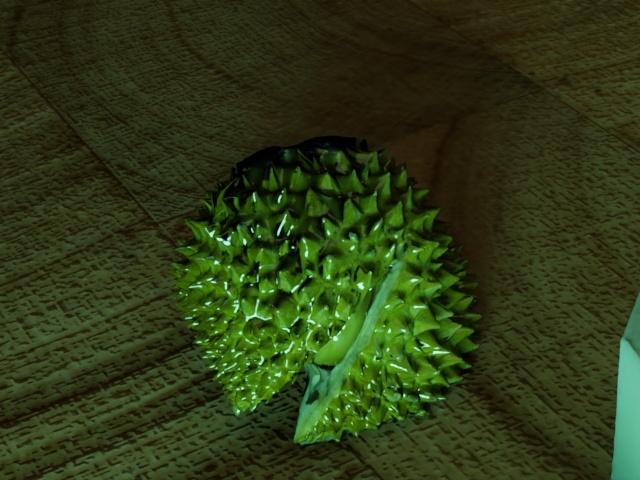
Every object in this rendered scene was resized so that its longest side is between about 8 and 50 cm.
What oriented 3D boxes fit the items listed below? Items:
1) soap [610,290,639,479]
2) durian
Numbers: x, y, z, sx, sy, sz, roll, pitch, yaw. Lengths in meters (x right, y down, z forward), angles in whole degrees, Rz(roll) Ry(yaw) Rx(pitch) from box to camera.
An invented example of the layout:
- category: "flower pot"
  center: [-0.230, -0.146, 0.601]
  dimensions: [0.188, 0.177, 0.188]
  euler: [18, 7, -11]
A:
- category: "soap"
  center: [0.291, 0.109, 0.810]
  dimensions: [0.290, 0.095, 0.173]
  euler: [8, 35, 21]
- category: "durian"
  center: [0.000, 0.000, 0.991]
  dimensions: [0.193, 0.137, 0.237]
  euler: [-15, 33, -12]
